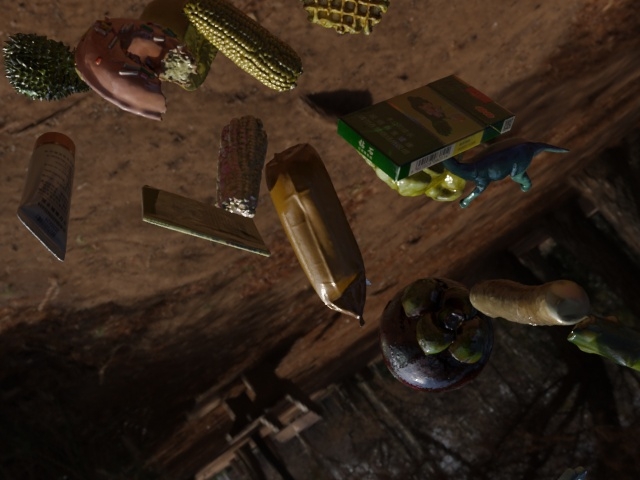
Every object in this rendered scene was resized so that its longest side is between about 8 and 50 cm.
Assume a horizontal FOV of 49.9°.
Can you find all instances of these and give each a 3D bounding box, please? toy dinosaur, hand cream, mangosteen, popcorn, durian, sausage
[{"bbox_3d":[0.452,-0.218,1.719,0.384,0.129,0.331,-24,158,6],"label":"toy dinosaur"},{"bbox_3d":[-0.546,-0.099,1.399,0.089,0.314,0.139,-25,130,5],"label":"hand cream"},{"bbox_3d":[0.286,0.237,1.713,0.300,0.300,0.300,-37,170,-7],"label":"mangosteen"},{"bbox_3d":[0.251,-0.249,1.947,0.334,0.292,0.294,-5,178,-42],"label":"popcorn"},{"bbox_3d":[-0.540,-0.325,1.339,0.137,0.221,0.095,70,33,-60],"label":"durian"},{"bbox_3d":[0.004,-0.002,1.151,0.112,0.328,0.112,-21,-162,7],"label":"sausage"}]

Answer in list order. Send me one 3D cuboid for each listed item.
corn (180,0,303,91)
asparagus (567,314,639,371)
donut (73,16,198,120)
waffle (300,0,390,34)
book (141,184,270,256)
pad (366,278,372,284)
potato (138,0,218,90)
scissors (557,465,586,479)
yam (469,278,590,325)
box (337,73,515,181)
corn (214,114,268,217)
[{"bbox_3d":[-0.146,-0.380,1.313,0.091,0.260,0.091,-37,-145,36],"label":"corn"},{"bbox_3d":[0.557,0.194,1.263,0.343,0.085,0.082,20,125,-27],"label":"asparagus"},{"bbox_3d":[-0.329,-0.322,1.228,0.085,0.199,0.232,-51,-165,37],"label":"donut"},{"bbox_3d":[0.047,-0.474,1.280,0.191,0.191,0.038,-43,-167,27],"label":"waffle"},{"bbox_3d":[-0.179,-0.032,1.050,0.013,0.193,0.168,-68,-159,13],"label":"book"},{"bbox_3d":[0.049,0.101,2.099,0.190,0.127,0.004,-5,-129,41],"label":"pad"},{"bbox_3d":[-0.316,-0.448,1.479,0.178,0.158,0.203,-53,166,-52],"label":"potato"},{"bbox_3d":[0.440,0.573,1.320,0.191,0.029,0.360,-34,132,-25],"label":"scissors"},{"bbox_3d":[0.343,0.101,1.168,0.081,0.081,0.357,-36,180,-8],"label":"yam"},{"bbox_3d":[0.154,-0.169,0.994,0.235,0.132,0.034,-25,143,-29],"label":"box"},{"bbox_3d":[-0.197,-0.177,1.668,0.126,0.127,0.335,-45,-152,34],"label":"corn"}]
